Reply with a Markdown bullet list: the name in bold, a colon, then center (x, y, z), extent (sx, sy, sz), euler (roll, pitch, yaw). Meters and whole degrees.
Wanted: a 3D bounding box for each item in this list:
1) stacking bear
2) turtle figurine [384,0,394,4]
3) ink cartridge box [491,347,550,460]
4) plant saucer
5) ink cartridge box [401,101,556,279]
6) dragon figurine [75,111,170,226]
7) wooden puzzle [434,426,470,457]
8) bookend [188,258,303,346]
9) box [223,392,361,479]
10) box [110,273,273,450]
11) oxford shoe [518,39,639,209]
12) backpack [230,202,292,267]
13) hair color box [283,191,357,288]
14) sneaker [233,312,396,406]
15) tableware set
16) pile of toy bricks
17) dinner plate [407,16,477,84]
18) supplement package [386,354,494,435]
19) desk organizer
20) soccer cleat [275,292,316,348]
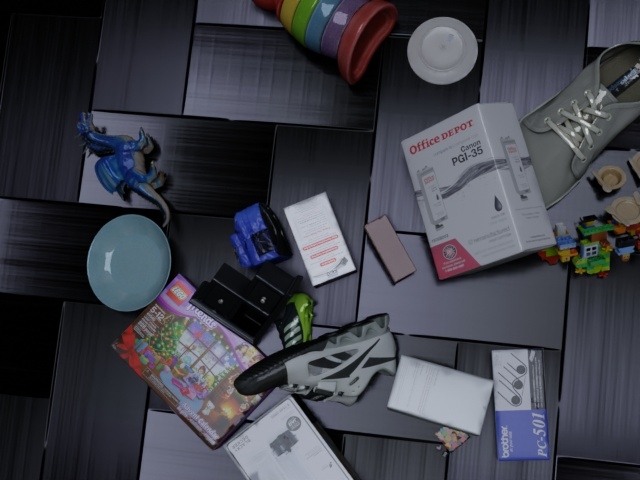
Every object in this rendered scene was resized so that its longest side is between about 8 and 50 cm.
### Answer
- **stacking bear**: center (-0.019, -0.465, 1.901), extent (0.289, 0.164, 0.175), euler (33, 91, 15)
- **turtle figurine**: center (0.095, -0.600, 1.882), extent (0.269, 0.217, 0.087), euler (42, 47, -10)
- **ink cartridge box**: center (0.377, 0.309, 1.809), extent (0.097, 0.046, 0.207), euler (-3, 83, 7)
- **plant saucer**: center (-0.377, 0.046, 1.923), extent (0.195, 0.037, 0.195), euler (-3, 83, 20)
- **ink cartridge box**: center (0.288, -0.091, 1.786), extent (0.207, 0.117, 0.283), euler (-24, 78, 45)
- **dragon figurine**: center (-0.397, -0.135, 1.935), extent (0.144, 0.085, 0.289), euler (-22, 80, 4)
- **wooden puzzle**: center (0.252, 0.373, 1.836), extent (0.083, 0.006, 0.049), euler (-39, 80, 0)
- **bookend**: center (-0.142, 0.094, 1.828), extent (0.156, 0.072, 0.157), euler (35, 124, -3)
- **box**: center (-0.031, 0.455, 1.818), extent (0.169, 0.087, 0.290), euler (-39, 80, 1)
- **box**: center (-0.240, 0.237, 1.885), extent (0.293, 0.057, 0.201), euler (43, 89, 10)
- **oxford shoe**: center (0.487, -0.220, 1.822), extent (0.449, 0.130, 0.169), euler (-44, 84, 2)
- **backpack**: center (-0.125, -0.009, 1.882), extent (0.101, 0.098, 0.120), euler (-21, 82, 7)
- **hair color box**: center (0.000, 0.000, 1.889), extent (0.093, 0.053, 0.167), euler (-21, 80, 3)
- **sneaker**: center (0.005, 0.252, 1.781), extent (0.330, 0.122, 0.146), euler (-17, 92, -22)
- **tableware set**: center (0.603, -0.104, 1.814), extent (0.169, 0.020, 0.141), euler (-22, 58, -6)
- **pile of toy bricks**: center (0.524, 0.022, 1.811), extent (0.212, 0.118, 0.105), euler (-11, 121, -5)
- **dinner plate**: center (0.245, -0.383, 1.926), extent (0.141, 0.017, 0.141), euler (-1, 82, 5)
- **supplement package**: center (0.224, 0.292, 1.795), extent (0.179, 0.105, 0.105), euler (16, 78, 9)
- **desk organizer**: center (0.136, 0.018, 1.874), extent (0.050, 0.047, 0.130), euler (-28, 81, 0)
- **soccer cleat**: center (-0.053, 0.191, 1.874), extent (0.072, 0.060, 0.179), euler (2, 81, 23)
